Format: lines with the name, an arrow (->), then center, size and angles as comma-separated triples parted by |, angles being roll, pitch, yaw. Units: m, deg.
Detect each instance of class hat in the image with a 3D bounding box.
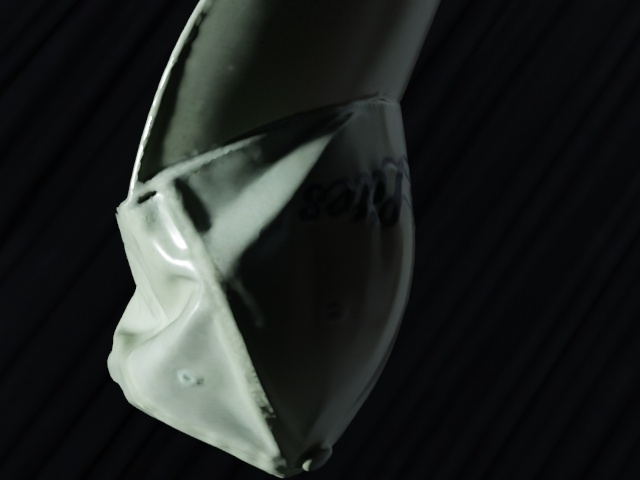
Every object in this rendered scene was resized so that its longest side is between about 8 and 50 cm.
hat -> -0.002, -0.007, 0.511 | 0.081, 0.166, 0.122 | 34, -161, 21
